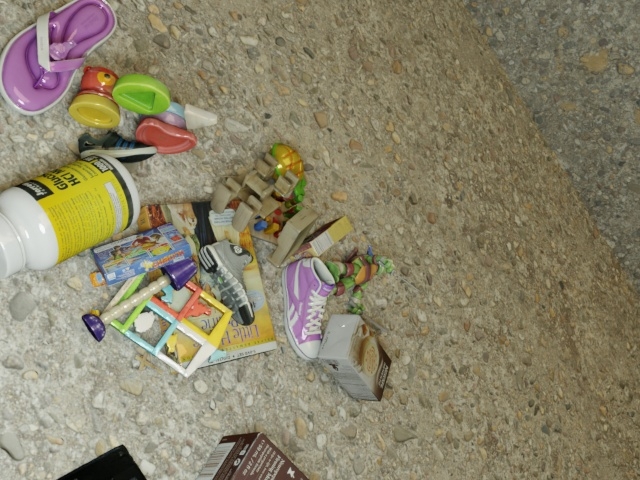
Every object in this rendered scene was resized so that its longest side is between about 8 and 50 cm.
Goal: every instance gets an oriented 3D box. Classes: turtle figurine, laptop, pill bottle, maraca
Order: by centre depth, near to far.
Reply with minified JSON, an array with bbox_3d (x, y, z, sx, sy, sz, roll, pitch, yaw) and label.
[{"bbox_3d":[-0.463,0.619,1.547,0.234,0.137,0.264,-22,64,-45],"label":"laptop"},{"bbox_3d":[-0.572,-0.052,1.575,0.334,0.187,0.188,-35,99,-45],"label":"pill bottle"},{"bbox_3d":[-0.092,-0.207,2.143,0.186,0.099,0.127,50,37,-40],"label":"maraca"},{"bbox_3d":[0.133,0.137,2.152,0.266,0.197,0.275,-6,75,-40],"label":"turtle figurine"}]

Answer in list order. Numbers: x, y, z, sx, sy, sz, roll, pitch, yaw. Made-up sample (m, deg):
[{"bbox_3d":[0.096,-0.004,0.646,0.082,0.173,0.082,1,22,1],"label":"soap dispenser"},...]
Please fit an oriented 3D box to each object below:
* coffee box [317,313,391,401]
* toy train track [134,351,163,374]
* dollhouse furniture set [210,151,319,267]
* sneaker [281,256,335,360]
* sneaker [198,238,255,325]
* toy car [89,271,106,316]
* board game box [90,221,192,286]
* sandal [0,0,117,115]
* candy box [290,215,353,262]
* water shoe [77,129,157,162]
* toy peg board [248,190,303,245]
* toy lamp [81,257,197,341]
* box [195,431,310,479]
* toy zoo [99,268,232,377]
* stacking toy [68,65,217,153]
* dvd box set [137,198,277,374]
[{"bbox_3d":[0.101,0.334,2.060,0.247,0.098,0.141,55,44,-42],"label":"coffee box"},{"bbox_3d":[-0.408,0.295,1.721,0.083,0.014,0.048,41,44,-32],"label":"toy train track"},{"bbox_3d":[-0.149,-0.074,1.951,0.242,0.161,0.212,41,46,8],"label":"dollhouse furniture set"},{"bbox_3d":[-0.022,0.185,2.015,0.102,0.161,0.282,-4,78,-45],"label":"sneaker"},{"bbox_3d":[-0.201,0.094,1.849,0.132,0.086,0.229,-33,96,-46],"label":"sneaker"},{"bbox_3d":[-0.498,0.121,1.682,0.060,0.040,0.122,8,69,-41],"label":"toy car"},{"bbox_3d":[-0.415,0.027,1.684,0.201,0.136,0.035,-20,123,-21],"label":"board game box"},{"bbox_3d":[-0.625,-0.474,1.745,0.169,0.102,0.416,41,51,-24],"label":"sandal"},{"bbox_3d":[0.000,0.000,2.140,0.186,0.109,0.053,-36,99,-43],"label":"candy box"},{"bbox_3d":[-0.495,-0.236,1.795,0.203,0.072,0.080,-11,83,-44],"label":"water shoe"},{"bbox_3d":[-0.122,-0.079,2.078,0.160,0.079,0.161,20,61,-37],"label":"toy peg board"},{"bbox_3d":[-0.404,0.124,1.656,0.274,0.080,0.080,-36,100,-24],"label":"toy lamp"},{"bbox_3d":[-0.164,0.586,1.726,0.203,0.167,0.168,49,48,-18],"label":"box"},{"bbox_3d":[-0.343,0.189,1.722,0.293,0.030,0.192,37,68,-9],"label":"toy zoo"},{"bbox_3d":[-0.415,-0.345,1.772,0.308,0.279,0.131,22,62,-40],"label":"stacking toy"},{"bbox_3d":[-0.288,0.106,1.867,0.307,0.062,0.421,-6,78,-43],"label":"dvd box set"}]
